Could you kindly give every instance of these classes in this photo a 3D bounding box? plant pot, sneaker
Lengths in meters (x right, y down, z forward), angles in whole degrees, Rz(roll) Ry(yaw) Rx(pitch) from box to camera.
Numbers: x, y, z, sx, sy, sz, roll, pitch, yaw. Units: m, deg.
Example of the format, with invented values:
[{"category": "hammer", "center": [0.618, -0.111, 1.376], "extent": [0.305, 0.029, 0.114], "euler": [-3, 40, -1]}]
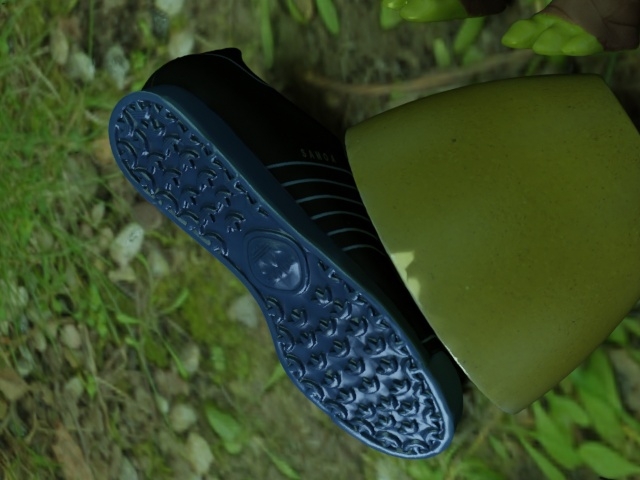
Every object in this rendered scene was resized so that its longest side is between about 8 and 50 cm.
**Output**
[{"category": "plant pot", "center": [0.085, -0.013, 0.407], "extent": [0.095, 0.134, 0.134], "euler": [-32, 78, 16]}, {"category": "sneaker", "center": [0.000, 0.000, 0.514], "extent": [0.081, 0.090, 0.232], "euler": [-33, 99, 40]}]

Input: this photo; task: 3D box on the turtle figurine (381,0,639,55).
[{"category": "turtle figurine", "center": [0.076, -0.191, 0.387], "extent": [0.270, 0.087, 0.217], "euler": [20, 121, 28]}]
